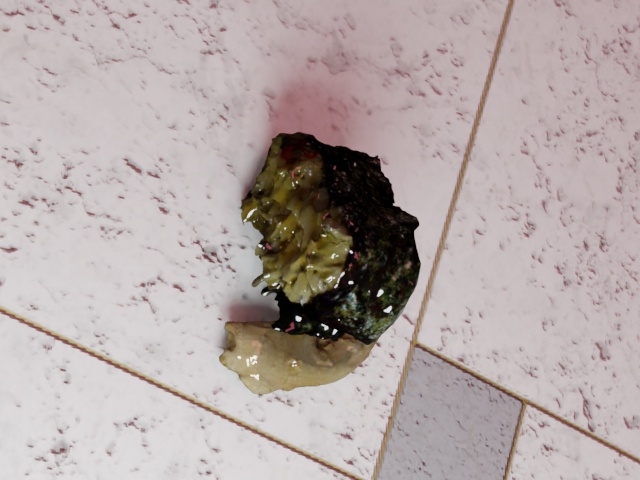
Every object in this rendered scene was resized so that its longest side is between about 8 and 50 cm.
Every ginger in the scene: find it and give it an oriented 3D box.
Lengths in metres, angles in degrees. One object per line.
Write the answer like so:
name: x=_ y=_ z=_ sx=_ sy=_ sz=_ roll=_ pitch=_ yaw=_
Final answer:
ginger: x=-0.016 y=0.102 z=1.533 sx=0.173 sy=0.051 sz=0.069 roll=-3 pitch=84 yaw=-39

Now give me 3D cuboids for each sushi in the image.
sushi: x=0.000 y=0.000 z=1.495 sx=0.115 sy=0.147 sz=0.212 roll=14 pitch=33 yaw=-26
